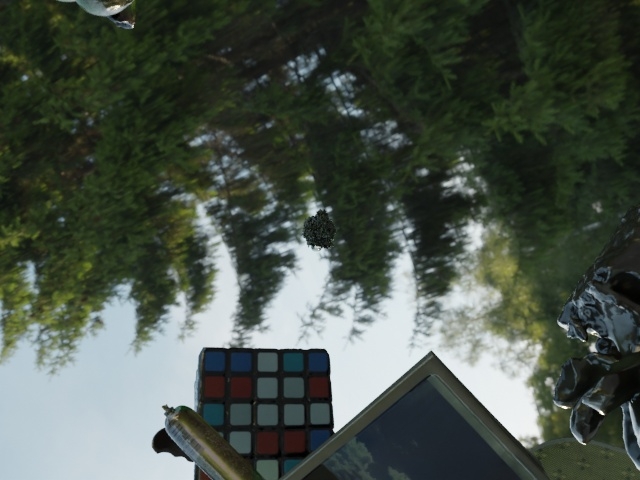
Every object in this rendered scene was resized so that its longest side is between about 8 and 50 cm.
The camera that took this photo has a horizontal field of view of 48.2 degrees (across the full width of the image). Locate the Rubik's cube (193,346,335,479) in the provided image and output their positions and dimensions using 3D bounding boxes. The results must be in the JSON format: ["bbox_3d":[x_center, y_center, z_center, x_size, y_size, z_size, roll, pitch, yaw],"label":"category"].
[{"bbox_3d":[-0.084,0.258,0.992,0.182,0.184,0.187,111,156,-63],"label":"Rubik's cube"}]

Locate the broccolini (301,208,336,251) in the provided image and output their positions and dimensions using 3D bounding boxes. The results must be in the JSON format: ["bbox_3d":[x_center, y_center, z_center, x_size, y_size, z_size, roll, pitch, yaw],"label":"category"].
[{"bbox_3d":[0.002,-0.002,1.302,0.216,0.058,0.067,81,-162,-78],"label":"broccolini"}]

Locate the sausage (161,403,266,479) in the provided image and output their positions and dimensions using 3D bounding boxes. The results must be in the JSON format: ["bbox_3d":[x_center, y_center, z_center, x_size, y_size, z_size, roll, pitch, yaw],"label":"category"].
[{"bbox_3d":[-0.041,0.236,0.621,0.269,0.033,0.033,43,-155,5],"label":"sausage"}]

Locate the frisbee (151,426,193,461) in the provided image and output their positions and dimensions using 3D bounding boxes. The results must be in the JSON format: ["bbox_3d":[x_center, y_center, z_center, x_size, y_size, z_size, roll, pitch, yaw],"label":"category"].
[{"bbox_3d":[-0.170,0.381,1.255,0.211,0.187,0.012,50,153,24],"label":"frisbee"}]

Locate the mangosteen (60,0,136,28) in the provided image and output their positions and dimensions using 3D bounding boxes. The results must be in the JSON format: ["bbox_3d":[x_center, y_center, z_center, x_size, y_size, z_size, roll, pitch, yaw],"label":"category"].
[{"bbox_3d":[-0.312,-0.444,0.928,0.300,0.300,0.300,44,-146,-41],"label":"mangosteen"}]

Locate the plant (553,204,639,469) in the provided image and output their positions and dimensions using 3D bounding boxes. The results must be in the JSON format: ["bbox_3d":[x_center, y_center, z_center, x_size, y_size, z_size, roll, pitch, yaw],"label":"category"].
[{"bbox_3d":[0.365,0.097,0.789,0.276,0.188,0.199,-57,-12,-23],"label":"plant"}]

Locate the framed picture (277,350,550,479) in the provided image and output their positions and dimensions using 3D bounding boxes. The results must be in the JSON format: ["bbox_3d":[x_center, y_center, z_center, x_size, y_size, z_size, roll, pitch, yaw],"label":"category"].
[{"bbox_3d":[0.081,0.260,0.750,0.189,0.260,0.023,47,-170,-8],"label":"framed picture"}]

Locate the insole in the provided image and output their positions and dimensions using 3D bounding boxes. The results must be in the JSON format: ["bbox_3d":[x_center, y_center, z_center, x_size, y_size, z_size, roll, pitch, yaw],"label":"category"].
[{"bbox_3d":[0.529,0.417,1.285,0.007,0.322,0.109,57,-140,-69],"label":"insole"}]
